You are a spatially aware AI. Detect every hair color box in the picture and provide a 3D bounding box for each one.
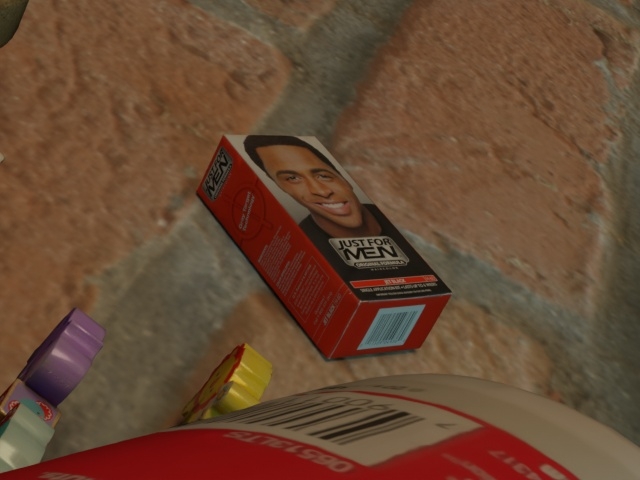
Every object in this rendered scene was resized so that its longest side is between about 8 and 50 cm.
[{"bbox_3d":[0.000,0.000,0.810,0.072,0.043,0.141,-3,41,-42],"label":"hair color box"}]

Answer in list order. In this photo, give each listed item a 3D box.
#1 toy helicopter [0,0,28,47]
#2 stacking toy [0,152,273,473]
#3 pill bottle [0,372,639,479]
[{"bbox_3d":[-0.314,-0.187,0.745,0.355,0.140,0.235,22,27,-7],"label":"toy helicopter"},{"bbox_3d":[-0.108,0.066,0.557,0.167,0.052,0.221,39,28,-13],"label":"stacking toy"},{"bbox_3d":[-0.073,0.164,0.271,0.229,0.229,0.407,44,29,26],"label":"pill bottle"}]
